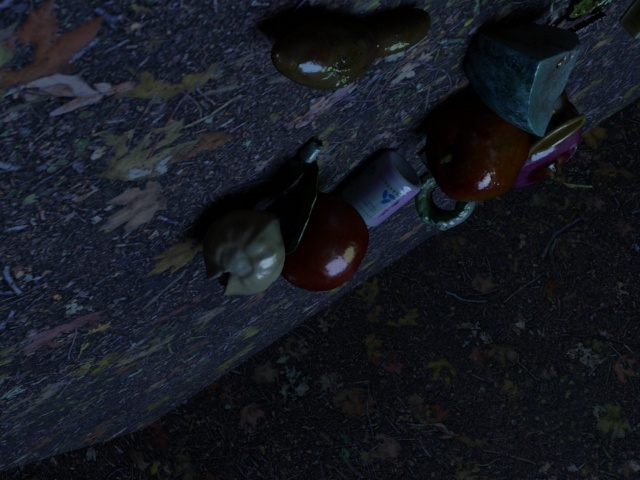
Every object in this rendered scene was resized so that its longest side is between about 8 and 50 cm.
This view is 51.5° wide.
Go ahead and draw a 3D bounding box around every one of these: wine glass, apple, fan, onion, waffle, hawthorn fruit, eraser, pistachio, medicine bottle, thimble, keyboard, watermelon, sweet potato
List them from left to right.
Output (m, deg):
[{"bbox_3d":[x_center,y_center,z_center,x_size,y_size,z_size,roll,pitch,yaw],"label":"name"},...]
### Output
[{"bbox_3d":[-0.178,0.025,1.548,0.214,0.193,0.318,-47,-176,-11],"label":"pistachio"},{"bbox_3d":[-0.059,-0.070,1.563,0.011,0.230,0.335,18,166,-15],"label":"fan"},{"bbox_3d":[-0.028,-0.190,1.454,0.083,0.042,0.039,-46,-160,35],"label":"wine glass"},{"bbox_3d":[0.000,0.000,1.726,0.260,0.216,0.260,-52,-163,23],"label":"apple"},{"bbox_3d":[0.052,-0.308,1.065,0.385,0.109,0.109,-28,168,-46],"label":"sweet potato"},{"bbox_3d":[0.146,-0.124,1.869,0.254,0.152,0.152,-39,166,27],"label":"medicine bottle"},{"bbox_3d":[0.445,-0.145,2.374,0.219,0.219,0.150,-37,169,14],"label":"thimble"},{"bbox_3d":[0.405,-0.241,1.793,0.330,0.287,0.287,-21,163,-45],"label":"hawthorn fruit"},{"bbox_3d":[0.495,-0.410,1.563,0.258,0.228,0.387,-43,157,5],"label":"watermelon"},{"bbox_3d":[0.708,-0.312,2.235,0.358,0.345,0.358,-1,152,0],"label":"onion"},{"bbox_3d":[0.620,-0.523,1.714,0.231,0.023,0.072,-27,-174,24],"label":"keyboard"},{"bbox_3d":[0.720,-0.627,1.622,0.223,0.054,0.204,-30,167,-9],"label":"waffle"},{"bbox_3d":[1.005,-0.728,1.896,0.144,0.078,0.343,-32,167,-11],"label":"eraser"}]

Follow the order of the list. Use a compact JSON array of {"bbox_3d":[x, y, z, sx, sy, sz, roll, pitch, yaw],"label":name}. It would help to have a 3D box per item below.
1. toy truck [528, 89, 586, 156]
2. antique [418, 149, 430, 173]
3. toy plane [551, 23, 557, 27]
[{"bbox_3d":[0.631,-0.379,1.951,0.204,0.212,0.288,-41,162,35],"label":"toy truck"},{"bbox_3d":[0.414,-0.252,2.063,0.152,0.148,0.146,-41,167,21],"label":"antique"},{"bbox_3d":[0.535,-0.499,1.687,0.145,0.037,0.060,-32,158,13],"label":"toy plane"}]
